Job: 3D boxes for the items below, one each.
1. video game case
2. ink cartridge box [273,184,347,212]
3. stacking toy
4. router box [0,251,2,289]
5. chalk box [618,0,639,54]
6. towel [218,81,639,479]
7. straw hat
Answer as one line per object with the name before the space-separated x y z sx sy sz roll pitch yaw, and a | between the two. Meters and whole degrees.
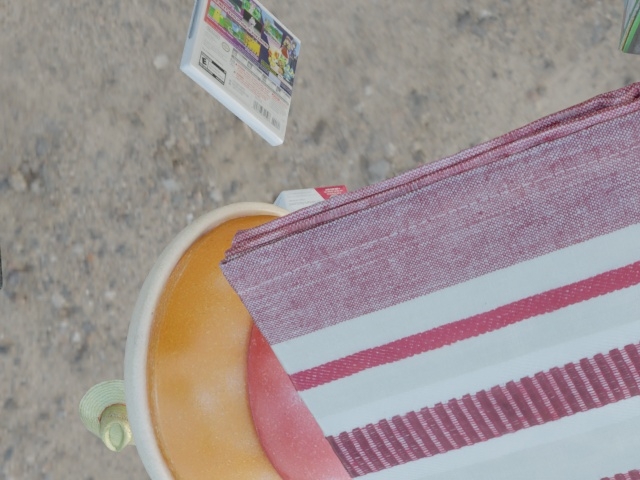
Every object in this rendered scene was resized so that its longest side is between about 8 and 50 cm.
video game case | -0.106 -0.256 1.692 0.023 0.183 0.201 -14 144 35
ink cartridge box | 0.000 0.000 1.856 0.109 0.150 0.063 -7 158 -22
stacking toy | 0.085 0.126 1.161 0.479 0.351 0.351 -3 133 39
router box | -0.354 0.042 1.060 0.133 0.046 0.179 -1 166 -24
chalk box | 0.325 -0.231 1.026 0.213 0.132 0.132 11 77 6
towel | 0.123 0.089 0.668 0.237 0.037 0.329 -19 119 18
straw hat | -0.307 0.283 1.864 0.144 0.061 0.144 2 128 2
